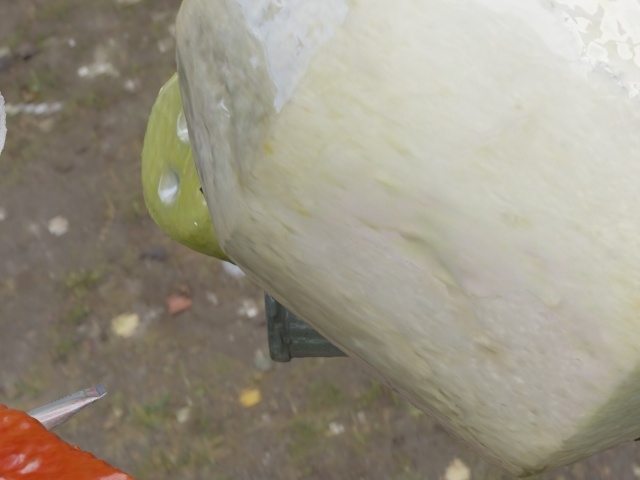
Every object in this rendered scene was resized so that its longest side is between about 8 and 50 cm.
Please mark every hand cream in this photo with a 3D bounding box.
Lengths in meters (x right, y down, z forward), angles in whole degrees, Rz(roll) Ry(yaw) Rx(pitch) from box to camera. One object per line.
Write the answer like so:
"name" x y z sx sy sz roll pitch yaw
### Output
"hand cream" -0.325 0.207 1.751 0.209 0.043 0.067 -28 8 -10

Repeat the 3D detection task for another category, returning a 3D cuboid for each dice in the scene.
"dice" -0.081 -0.080 1.731 0.166 0.169 0.169 4 24 -34

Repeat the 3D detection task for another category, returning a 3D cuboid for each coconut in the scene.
"coconut" 0.143 -0.077 0.860 0.415 0.344 0.415 3 72 -8

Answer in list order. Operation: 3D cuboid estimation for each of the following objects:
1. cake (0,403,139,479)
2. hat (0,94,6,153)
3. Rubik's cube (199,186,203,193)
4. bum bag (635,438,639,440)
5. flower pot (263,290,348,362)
"cake" -0.249 0.333 1.333 0.269 0.320 0.270 17 42 44
"hat" -0.390 -0.092 1.452 0.126 0.203 0.203 33 65 25
"Rubik's cube" 0.038 -0.035 1.222 0.160 0.162 0.163 -52 35 -5
"bum bag" 0.265 0.135 1.596 0.326 0.142 0.080 6 25 -28
"flower pot" 0.000 0.000 1.474 0.108 0.229 0.103 -4 24 2
